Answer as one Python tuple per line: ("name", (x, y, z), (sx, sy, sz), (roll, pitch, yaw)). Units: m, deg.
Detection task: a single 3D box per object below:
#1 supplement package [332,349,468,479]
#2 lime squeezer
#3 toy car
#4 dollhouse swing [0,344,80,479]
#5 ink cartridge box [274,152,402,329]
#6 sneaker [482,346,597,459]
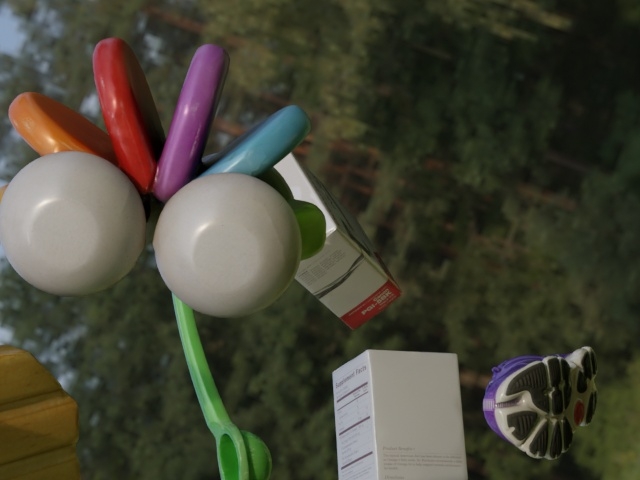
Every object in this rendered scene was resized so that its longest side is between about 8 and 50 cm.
("supplement package", (0.082, 0.212, 1.694), (0.105, 0.105, 0.179), (138, 132, -61))
("lime squeezer", (-0.021, 0.157, 1.123), (0.110, 0.310, 0.059), (-46, -12, -15))
("toy car", (-0.083, -0.040, 0.877), (0.159, 0.182, 0.136), (-96, 14, -81))
("dollhouse swing", (-0.210, 0.242, 0.848), (0.305, 0.315, 0.346), (-6, -77, -32))
("ink cartridge box", (0.000, 0.000, 1.340), (0.056, 0.099, 0.135), (-36, -35, 7))
("sneaker", (0.140, 0.111, 1.118), (0.170, 0.071, 0.068), (-2, -91, -67))
